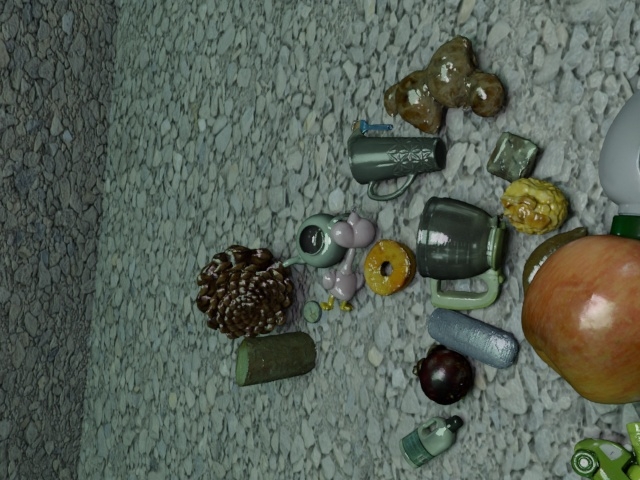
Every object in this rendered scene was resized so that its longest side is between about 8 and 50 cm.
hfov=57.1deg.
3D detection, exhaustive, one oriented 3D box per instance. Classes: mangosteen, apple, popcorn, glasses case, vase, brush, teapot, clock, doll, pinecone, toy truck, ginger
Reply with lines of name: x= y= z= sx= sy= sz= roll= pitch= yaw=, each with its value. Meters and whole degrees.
mangosteen: x=0.358 y=0.389 z=1.731 sx=0.172 sy=0.173 sz=0.184 roll=-56 pitch=38 yaw=23
apple: x=0.655 y=0.181 z=1.341 sx=0.346 sy=0.391 sz=0.391 roll=-50 pitch=57 yaw=3
popcorn: x=0.564 y=-0.090 z=1.568 sx=0.170 sy=0.180 sz=0.180 roll=-39 pitch=61 yaw=0
glasses case: x=0.439 y=0.282 z=1.722 sx=0.283 sy=0.067 sz=0.109 roll=21 pitch=96 yaw=40
vase: x=0.239 y=-0.250 z=1.863 sx=0.301 sy=0.156 sz=0.250 roll=0 pitch=85 yaw=34
brush: x=0.175 y=-0.386 z=1.999 sx=0.164 sy=0.014 sz=0.051 roll=8 pitch=95 yaw=38
teapot: x=0.399 y=0.044 z=1.663 sx=0.240 sy=0.239 sz=0.321 roll=9 pitch=89 yaw=26
teapot: x=0.000 y=0.000 z=2.050 sx=0.294 sy=0.129 sz=0.193 roll=-43 pitch=66 yaw=25
clock: x=-0.031 y=0.261 z=2.145 sx=0.085 sy=0.017 sz=0.085 roll=-2 pitch=87 yaw=40
doll: x=0.091 y=0.064 z=1.958 sx=0.094 sy=0.160 sz=0.365 roll=-152 pitch=68 yaw=-64
pinecone: x=-0.289 y=0.163 z=2.169 sx=0.385 sy=0.385 sz=0.384 roll=-2 pitch=88 yaw=40
toy truck: x=0.736 y=0.556 z=1.425 sx=0.211 sy=0.148 sz=0.187 roll=-28 pitch=55 yaw=17
ginger: x=0.352 y=-0.446 z=1.756 sx=0.375 sy=0.176 sz=0.256 roll=-14 pitch=95 yaw=39

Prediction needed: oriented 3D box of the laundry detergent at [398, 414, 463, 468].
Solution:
laundry detergent: x=0.342 y=0.600 z=1.790 sx=0.225 sy=0.070 sz=0.099 roll=-47 pitch=55 yaw=29

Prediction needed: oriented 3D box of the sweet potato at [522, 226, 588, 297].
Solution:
sweet potato: x=0.606 y=0.081 z=1.573 sx=0.124 sy=0.098 sz=0.309 roll=43 pitch=122 yaw=47

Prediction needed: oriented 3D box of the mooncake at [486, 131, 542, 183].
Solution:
mooncake: x=0.541 y=-0.229 z=1.651 sx=0.125 sy=0.073 sz=0.129 roll=38 pitch=111 yaw=37

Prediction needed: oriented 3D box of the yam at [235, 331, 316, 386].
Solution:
yam: x=-0.172 y=0.417 z=2.088 sx=0.168 sy=0.304 sz=0.167 roll=0 pitch=90 yaw=50

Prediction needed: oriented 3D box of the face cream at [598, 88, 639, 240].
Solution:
face cream: x=0.803 y=-0.163 z=1.334 sx=0.313 sy=0.219 sz=0.356 roll=11 pitch=93 yaw=34

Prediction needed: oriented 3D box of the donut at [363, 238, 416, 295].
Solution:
donut: x=0.229 y=0.087 z=1.901 sx=0.174 sy=0.075 sz=0.190 roll=39 pitch=116 yaw=33
